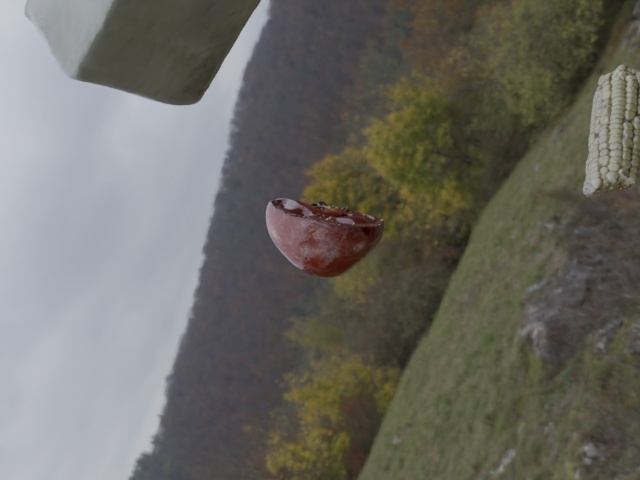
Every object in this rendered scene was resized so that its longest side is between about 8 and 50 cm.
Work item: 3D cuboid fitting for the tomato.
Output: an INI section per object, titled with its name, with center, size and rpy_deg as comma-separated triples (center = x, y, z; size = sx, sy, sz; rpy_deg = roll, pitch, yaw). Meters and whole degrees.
[tomato]
center = 0.000, 0.000, 1.131
size = 0.139, 0.159, 0.091
rpy_deg = -44, -32, -76

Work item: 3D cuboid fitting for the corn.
[corn]
center = 0.403, -0.140, 1.124
size = 0.087, 0.087, 0.211
rpy_deg = 107, 179, -64

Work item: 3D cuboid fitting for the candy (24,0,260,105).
[candy]
center = -0.153, -0.319, 0.913
size = 0.208, 0.145, 0.358
rpy_deg = -1, -40, -47
